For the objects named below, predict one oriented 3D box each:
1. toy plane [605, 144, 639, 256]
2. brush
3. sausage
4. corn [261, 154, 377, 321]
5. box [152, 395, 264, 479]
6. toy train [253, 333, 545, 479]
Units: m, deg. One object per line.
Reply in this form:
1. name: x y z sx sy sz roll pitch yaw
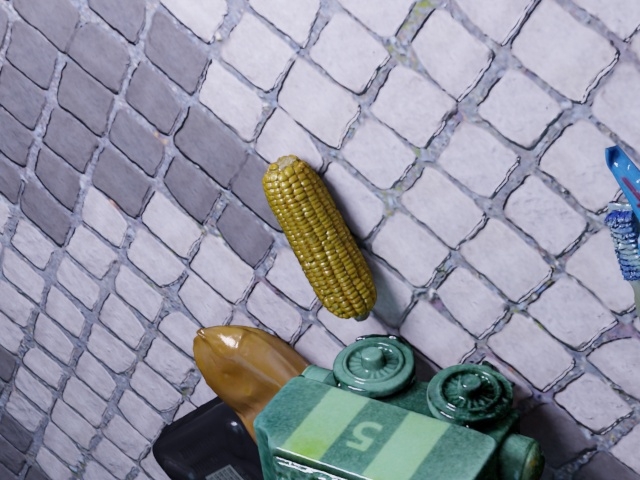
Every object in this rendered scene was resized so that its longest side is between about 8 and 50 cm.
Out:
1. toy plane: 0.343 0.012 1.102 0.254 0.105 0.271 27 130 37
2. brush: 0.302 0.043 1.243 0.033 0.030 0.179 -4 121 31
3. sausage: -0.021 0.230 1.621 0.354 0.116 0.134 53 143 -8
4. corn: 0.000 0.000 1.435 0.068 0.068 0.207 -10 117 45
5. box: -0.079 0.342 1.802 0.290 0.073 0.289 49 141 -5
6. toy train: 0.083 0.233 1.437 0.299 0.238 0.167 14 129 31
